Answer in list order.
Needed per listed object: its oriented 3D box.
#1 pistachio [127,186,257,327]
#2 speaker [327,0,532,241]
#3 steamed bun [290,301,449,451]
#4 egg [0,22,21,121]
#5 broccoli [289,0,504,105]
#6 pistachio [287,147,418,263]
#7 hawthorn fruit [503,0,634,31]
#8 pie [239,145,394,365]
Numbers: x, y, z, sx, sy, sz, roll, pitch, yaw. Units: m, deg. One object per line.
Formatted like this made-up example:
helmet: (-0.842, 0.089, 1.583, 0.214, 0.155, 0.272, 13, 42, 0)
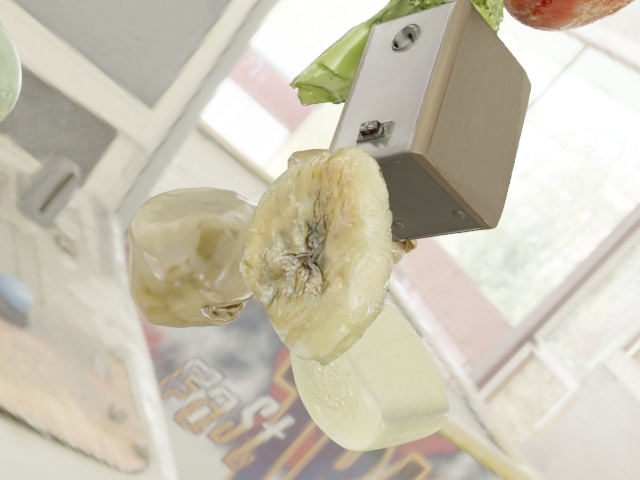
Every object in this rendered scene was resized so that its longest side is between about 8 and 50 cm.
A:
pistachio: (-0.169, 0.021, 1.584, 0.197, 0.166, 0.288, 46, 23, 1)
speaker: (0.130, -0.139, 1.364, 0.153, 0.231, 0.192, -9, -39, 42)
steamed bun: (0.072, 0.216, 1.824, 0.200, 0.155, 0.250, -7, 60, -43)
egg: (-0.496, -0.247, 1.602, 0.149, 0.149, 0.192, -111, -177, -74)
broccoli: (0.140, -0.291, 1.515, 0.186, 0.254, 0.302, 36, 48, 8)
pistachio: (0.042, -0.050, 1.891, 0.181, 0.162, 0.293, 39, 11, -51)
hawthorn fruit: (0.372, -0.451, 1.754, 0.284, 0.284, 0.284, 42, 7, -7)
pie: (0.003, 0.001, 1.078, 0.052, 0.185, 0.218, 24, 15, -34)
